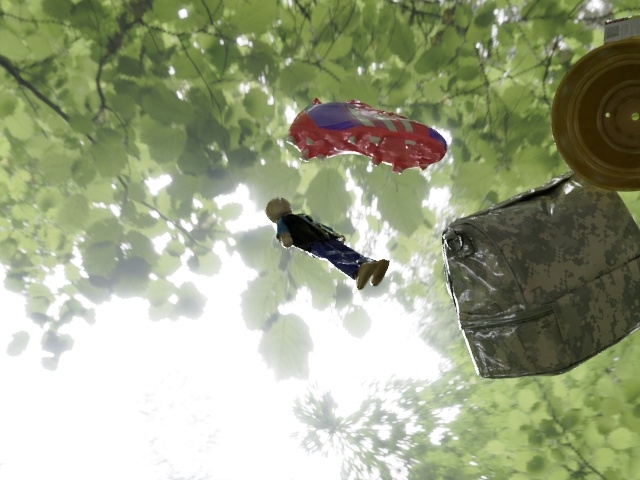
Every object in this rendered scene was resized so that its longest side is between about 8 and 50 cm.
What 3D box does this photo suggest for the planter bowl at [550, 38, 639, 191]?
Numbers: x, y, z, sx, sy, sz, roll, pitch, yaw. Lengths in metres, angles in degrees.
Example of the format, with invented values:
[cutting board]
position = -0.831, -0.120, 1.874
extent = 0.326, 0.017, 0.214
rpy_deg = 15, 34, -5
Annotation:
[planter bowl]
position = 0.457, -0.183, 1.275
extent = 0.217, 0.090, 0.217
rpy_deg = 4, -81, 27

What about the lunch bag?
[lunch bag]
position = 0.349, 0.043, 1.330
extent = 0.305, 0.212, 0.256
rpy_deg = -21, -88, -28

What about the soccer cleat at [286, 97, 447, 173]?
[soccer cleat]
position = 0.063, -0.150, 1.152
extent = 0.248, 0.083, 0.095
rpy_deg = 7, -119, 39

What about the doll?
[doll]
position = 0.000, 0.000, 1.139
extent = 0.189, 0.129, 0.046
rpy_deg = 32, -69, 27

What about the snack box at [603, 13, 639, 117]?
[snack box]
position = 0.579, -0.291, 1.392
extent = 0.207, 0.174, 0.070
rpy_deg = -8, -129, 29
